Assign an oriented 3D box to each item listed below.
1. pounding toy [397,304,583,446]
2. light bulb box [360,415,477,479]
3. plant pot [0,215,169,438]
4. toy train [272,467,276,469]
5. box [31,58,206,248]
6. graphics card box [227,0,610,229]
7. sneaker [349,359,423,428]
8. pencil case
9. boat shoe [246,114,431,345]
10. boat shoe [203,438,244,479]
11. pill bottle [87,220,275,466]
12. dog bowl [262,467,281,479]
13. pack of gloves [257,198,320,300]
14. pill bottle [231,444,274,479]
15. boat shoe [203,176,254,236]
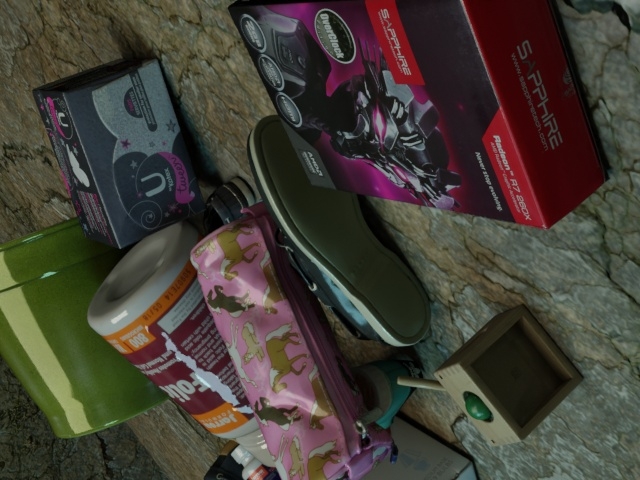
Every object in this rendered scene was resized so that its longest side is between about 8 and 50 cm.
[{"bbox_3d":[0.190,0.158,1.177,0.130,0.141,0.100,51,157,1],"label":"pounding toy"},{"bbox_3d":[0.080,0.521,1.622,0.225,0.358,0.361,25,146,43],"label":"light bulb box"},{"bbox_3d":[-0.413,0.142,1.827,0.366,0.366,0.353,-11,100,64],"label":"plant pot"},{"bbox_3d":[-0.121,0.333,2.049,0.248,0.105,0.143,25,135,45],"label":"toy train"},{"bbox_3d":[-0.300,-0.135,1.567,0.142,0.163,0.247,15,126,55],"label":"box"},{"bbox_3d":[0.079,-0.150,1.001,0.371,0.094,0.233,17,139,54],"label":"graphics card box"},{"bbox_3d":[0.039,0.259,1.525,0.302,0.121,0.108,-40,67,46],"label":"sneaker"},{"bbox_3d":[-0.041,0.144,1.379,0.386,0.167,0.160,64,-167,17],"label":"pencil case"},{"bbox_3d":[0.003,-0.002,1.306,0.340,0.127,0.113,49,146,-17],"label":"boat shoe"},{"bbox_3d":[-0.068,0.654,2.333,0.500,0.156,0.187,42,153,17],"label":"boat shoe"},{"bbox_3d":[-0.160,0.174,1.667,0.392,0.224,0.224,46,160,-21],"label":"pill bottle"},{"bbox_3d":[-0.023,0.539,1.948,0.104,0.265,0.265,29,148,46],"label":"dog bowl"},{"bbox_3d":[-0.016,0.045,1.507,0.232,0.046,0.195,27,146,44],"label":"pack of gloves"},{"bbox_3d":[-0.100,0.507,2.234,0.193,0.108,0.108,46,156,11],"label":"pill bottle"},{"bbox_3d":[-0.161,-0.039,1.621,0.075,0.065,0.206,51,157,1],"label":"boat shoe"}]
